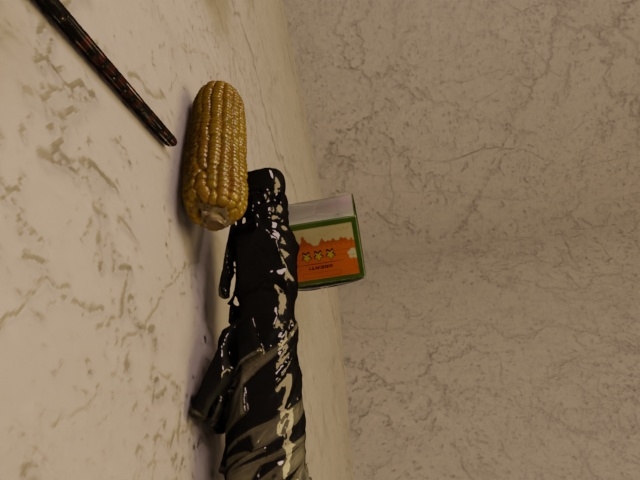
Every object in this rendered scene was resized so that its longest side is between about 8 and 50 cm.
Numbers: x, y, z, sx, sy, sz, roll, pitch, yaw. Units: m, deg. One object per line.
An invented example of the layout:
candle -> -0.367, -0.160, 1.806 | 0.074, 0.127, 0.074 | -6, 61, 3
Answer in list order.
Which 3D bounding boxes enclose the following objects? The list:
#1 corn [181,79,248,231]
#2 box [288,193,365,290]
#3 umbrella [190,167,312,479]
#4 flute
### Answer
corn -> -0.113, -0.096, 0.491 | 0.068, 0.068, 0.207 | 75, 5, -54
box -> 0.000, 0.000, 0.999 | 0.195, 0.178, 0.148 | -86, 167, -72
umbrella -> -0.068, 0.088, 0.468 | 0.113, 0.106, 0.357 | 93, -7, -68
flute -> -0.160, -0.134, 0.311 | 0.269, 0.014, 0.014 | 68, 13, -71
